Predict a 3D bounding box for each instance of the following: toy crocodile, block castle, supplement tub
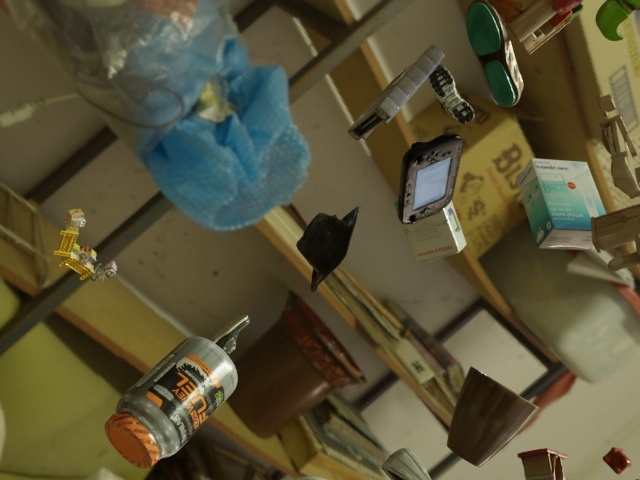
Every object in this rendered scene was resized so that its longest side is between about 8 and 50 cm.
[{"bbox_3d":[0.712,-0.567,1.391,0.105,0.340,0.115,41,17,-12],"label":"toy crocodile"},{"bbox_3d":[0.507,-0.646,1.641,0.303,0.213,0.453,53,22,1],"label":"block castle"},{"bbox_3d":[-0.371,0.403,1.677,0.194,0.316,0.193,20,-49,25],"label":"supplement tub"}]

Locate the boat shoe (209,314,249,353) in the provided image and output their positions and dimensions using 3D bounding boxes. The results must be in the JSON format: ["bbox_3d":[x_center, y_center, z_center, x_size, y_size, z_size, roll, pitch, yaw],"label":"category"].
[{"bbox_3d":[-0.322,0.343,2.254,0.079,0.233,0.084,49,-13,-13],"label":"boat shoe"}]

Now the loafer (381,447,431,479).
[{"bbox_3d":[0.307,0.768,1.981,0.319,0.112,0.112,47,-33,27],"label":"loafer"}]

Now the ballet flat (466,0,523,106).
[{"bbox_3d":[0.488,-0.528,1.858,0.108,0.106,0.315,3,-55,43],"label":"ballet flat"}]

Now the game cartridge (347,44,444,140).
[{"bbox_3d":[0.201,-0.394,1.836,0.068,0.230,0.355,46,-8,-6],"label":"game cartridge"}]

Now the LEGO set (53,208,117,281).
[{"bbox_3d":[-0.704,0.002,1.944,0.286,0.132,0.107,78,-5,-47],"label":"LEGO set"}]

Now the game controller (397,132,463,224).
[{"bbox_3d":[0.285,-0.157,1.755,0.319,0.167,0.067,84,-12,-58],"label":"game controller"}]

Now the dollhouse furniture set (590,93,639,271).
[{"bbox_3d":[0.738,-0.142,1.734,0.355,0.174,0.303,53,34,-24],"label":"dollhouse furniture set"}]

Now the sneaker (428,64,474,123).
[{"bbox_3d":[0.430,-0.491,2.272,0.234,0.078,0.106,55,0,-2],"label":"sneaker"}]

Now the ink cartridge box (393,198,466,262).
[{"bbox_3d":[0.345,-0.053,2.099,0.093,0.154,0.212,-29,100,-57],"label":"ink cartridge box"}]

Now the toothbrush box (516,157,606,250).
[{"bbox_3d":[0.815,-0.123,2.255,0.126,0.217,0.295,108,-18,-53],"label":"toothbrush box"}]

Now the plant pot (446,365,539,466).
[{"bbox_3d":[0.461,0.509,1.887,0.215,0.230,0.215,31,-2,1],"label":"plant pot"}]

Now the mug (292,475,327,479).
[{"bbox_3d":[-0.019,0.803,1.718,0.276,0.328,0.373,24,52,-57],"label":"mug"}]

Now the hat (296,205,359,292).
[{"bbox_3d":[0.000,0.000,2.205,0.134,0.331,0.331,31,4,-11],"label":"hat"}]

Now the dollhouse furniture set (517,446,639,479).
[{"bbox_3d":[0.812,0.735,2.045,0.152,0.374,0.201,28,50,-40],"label":"dollhouse furniture set"}]
